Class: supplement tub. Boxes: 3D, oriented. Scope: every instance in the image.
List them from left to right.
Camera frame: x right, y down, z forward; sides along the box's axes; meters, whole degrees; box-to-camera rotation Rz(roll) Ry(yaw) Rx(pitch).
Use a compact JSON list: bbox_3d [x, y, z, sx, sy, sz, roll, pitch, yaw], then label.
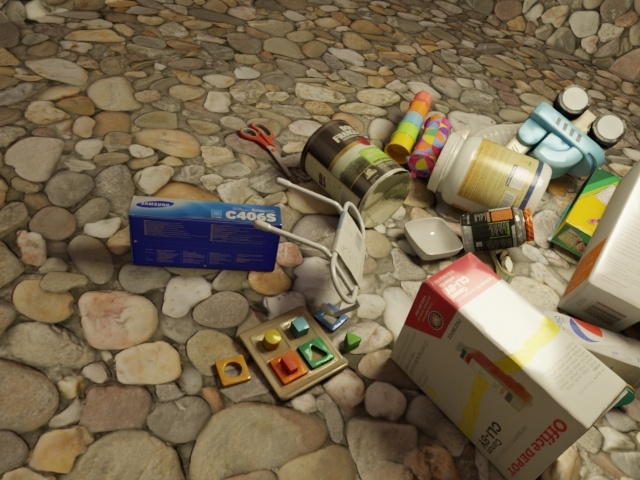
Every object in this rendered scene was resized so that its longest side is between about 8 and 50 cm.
[{"bbox_3d":[0.511,-0.184,1.638,0.316,0.228,0.228,26,44,12],"label":"supplement tub"},{"bbox_3d":[0.498,-0.032,1.506,0.190,0.117,0.117,-7,39,18],"label":"supplement tub"}]

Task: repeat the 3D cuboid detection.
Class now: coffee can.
[{"bbox_3d":[0.102,-0.197,1.564,0.201,0.202,0.275,-24,55,-34],"label":"coffee can"}]

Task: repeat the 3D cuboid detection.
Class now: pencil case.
[{"bbox_3d":[0.361,-0.315,1.773,0.104,0.104,0.236,23,54,10],"label":"pencil case"}]

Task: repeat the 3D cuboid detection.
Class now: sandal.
[{"bbox_3d":[0.727,-0.347,1.963,0.415,0.102,0.170,-14,71,-9],"label":"sandal"}]

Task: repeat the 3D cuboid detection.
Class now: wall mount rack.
[{"bbox_3d":[0.000,0.000,1.257,0.130,0.304,0.350,-23,26,23],"label":"wall mount rack"}]

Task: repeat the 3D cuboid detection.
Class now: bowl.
[{"bbox_3d":[0.314,0.001,1.519,0.141,0.053,0.142,-9,48,-24],"label":"bowl"}]

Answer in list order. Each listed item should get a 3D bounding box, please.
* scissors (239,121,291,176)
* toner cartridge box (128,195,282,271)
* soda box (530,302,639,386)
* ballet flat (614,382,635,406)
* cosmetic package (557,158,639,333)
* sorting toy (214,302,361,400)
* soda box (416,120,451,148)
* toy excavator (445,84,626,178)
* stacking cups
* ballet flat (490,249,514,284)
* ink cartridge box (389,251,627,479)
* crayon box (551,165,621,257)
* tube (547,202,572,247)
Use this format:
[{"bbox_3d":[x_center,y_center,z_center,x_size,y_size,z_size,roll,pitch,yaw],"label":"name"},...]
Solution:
[{"bbox_3d":[-0.153,-0.304,1.740,0.109,0.021,0.297,-25,53,-37],"label":"scissors"},{"bbox_3d":[-0.276,-0.012,1.294,0.347,0.165,0.075,4,42,-12],"label":"toner cartridge box"},{"bbox_3d":[0.626,0.258,1.299,0.286,0.098,0.091,19,42,6],"label":"soda box"},{"bbox_3d":[0.610,0.332,1.235,0.232,0.080,0.073,7,28,-9],"label":"ballet flat"},{"bbox_3d":[0.821,-0.002,1.398,0.161,0.230,0.453,30,72,15],"label":"cosmetic package"},{"bbox_3d":[-0.060,0.234,1.176,0.347,0.047,0.196,-21,53,-32],"label":"sorting toy"},{"bbox_3d":[0.400,-0.385,1.947,0.183,0.058,0.063,32,45,17],"label":"soda box"},{"bbox_3d":[0.706,-0.317,1.804,0.433,0.222,0.445,44,84,11],"label":"toy excavator"},{"bbox_3d":[0.313,-0.411,1.863,0.095,0.096,0.316,21,59,7],"label":"stacking cups"},{"bbox_3d":[0.523,0.054,1.519,0.057,0.052,0.168,11,42,-7],"label":"ballet flat"},{"bbox_3d":[0.354,0.262,1.085,0.160,0.279,0.384,-25,55,-34],"label":"ink cartridge box"},{"bbox_3d":[0.939,-0.023,1.625,0.362,0.106,0.313,34,54,15],"label":"crayon box"},{"bbox_3d":[0.790,-0.044,1.702,0.080,0.052,0.207,26,48,19],"label":"tube"}]
